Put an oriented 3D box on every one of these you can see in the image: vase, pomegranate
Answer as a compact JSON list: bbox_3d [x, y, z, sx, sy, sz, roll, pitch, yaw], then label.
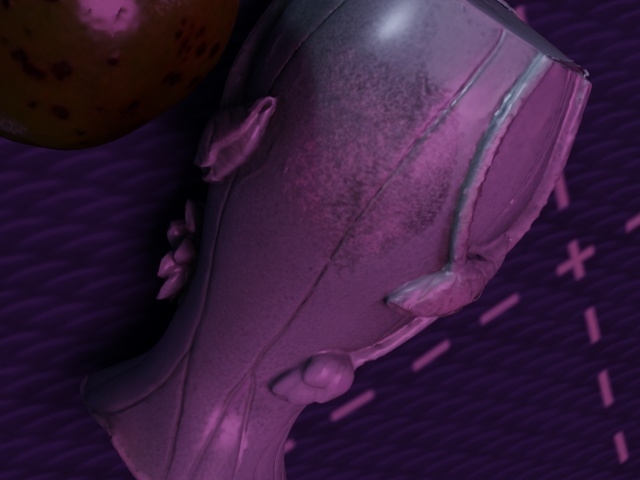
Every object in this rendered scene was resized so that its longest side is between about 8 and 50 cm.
[{"bbox_3d":[0.000,0.000,1.141,0.250,0.250,0.445,21,109,-39],"label":"vase"},{"bbox_3d":[-0.186,-0.168,0.920,0.285,0.231,0.231,13,109,-38],"label":"pomegranate"}]
